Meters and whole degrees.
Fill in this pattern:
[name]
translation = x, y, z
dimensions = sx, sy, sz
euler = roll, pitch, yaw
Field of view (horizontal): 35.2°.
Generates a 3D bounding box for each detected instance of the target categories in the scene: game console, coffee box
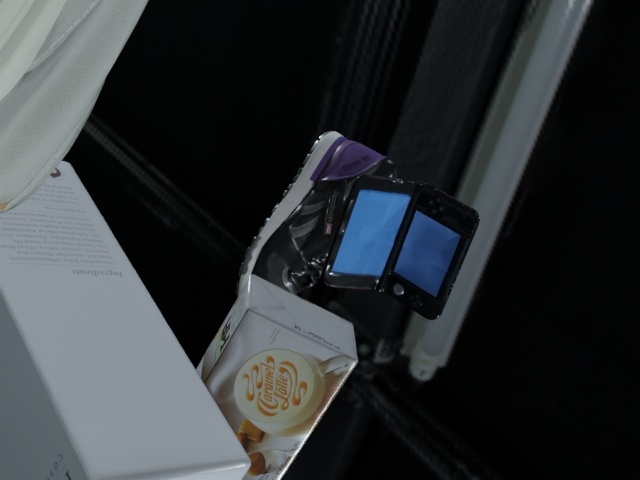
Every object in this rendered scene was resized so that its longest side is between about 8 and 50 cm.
[game console]
translation = 0.087, 0.011, 1.115
dimensions = 0.124, 0.085, 0.144
euler = 32, -62, 26
[coffee box]
translation = -0.079, 0.183, 1.154
dimensions = 0.247, 0.141, 0.098
euler = -58, -166, 18

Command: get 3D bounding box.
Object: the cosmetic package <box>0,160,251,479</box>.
[cosmetic package]
translation = -0.275, 0.133, 0.985
dimensions = 0.453, 0.161, 0.230
euler = 50, -58, 37

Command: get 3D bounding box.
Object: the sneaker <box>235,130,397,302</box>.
[sneaker]
translation = 0.000, 0.000, 1.277
dimensions = 0.124, 0.107, 0.283
euler = 26, -101, 19

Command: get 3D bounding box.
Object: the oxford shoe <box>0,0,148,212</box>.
[oxford shoe]
translation = -0.097, -0.197, 0.415
dimensions = 0.169, 0.449, 0.130
euler = 19, -25, 6
